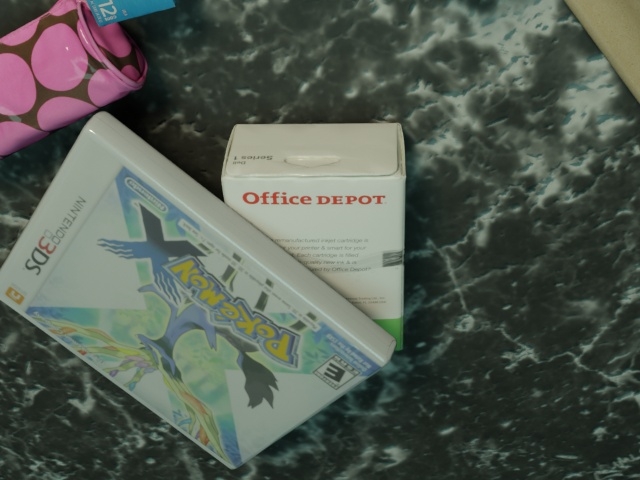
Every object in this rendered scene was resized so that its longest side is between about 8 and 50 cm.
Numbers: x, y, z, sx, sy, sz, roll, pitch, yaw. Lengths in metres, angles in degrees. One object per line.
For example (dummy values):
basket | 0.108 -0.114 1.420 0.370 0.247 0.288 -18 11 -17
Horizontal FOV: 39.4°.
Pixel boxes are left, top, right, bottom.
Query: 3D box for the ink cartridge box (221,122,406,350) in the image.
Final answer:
ink cartridge box | 0.000 0.000 0.848 0.160 0.092 0.219 0 130 3

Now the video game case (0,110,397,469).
video game case | -0.138 0.071 0.862 0.329 0.036 0.300 38 135 -9

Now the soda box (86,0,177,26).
soda box | -0.167 -0.268 0.646 0.067 0.071 0.210 -12 128 12

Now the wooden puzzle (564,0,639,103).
wooden puzzle | 0.338 -0.185 0.611 0.322 0.080 0.348 42 162 -28

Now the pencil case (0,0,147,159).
pencil case | -0.254 -0.132 0.755 0.209 0.095 0.098 -22 101 16
